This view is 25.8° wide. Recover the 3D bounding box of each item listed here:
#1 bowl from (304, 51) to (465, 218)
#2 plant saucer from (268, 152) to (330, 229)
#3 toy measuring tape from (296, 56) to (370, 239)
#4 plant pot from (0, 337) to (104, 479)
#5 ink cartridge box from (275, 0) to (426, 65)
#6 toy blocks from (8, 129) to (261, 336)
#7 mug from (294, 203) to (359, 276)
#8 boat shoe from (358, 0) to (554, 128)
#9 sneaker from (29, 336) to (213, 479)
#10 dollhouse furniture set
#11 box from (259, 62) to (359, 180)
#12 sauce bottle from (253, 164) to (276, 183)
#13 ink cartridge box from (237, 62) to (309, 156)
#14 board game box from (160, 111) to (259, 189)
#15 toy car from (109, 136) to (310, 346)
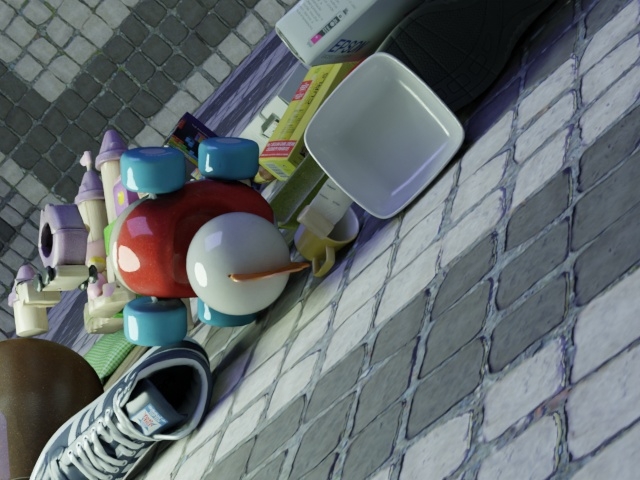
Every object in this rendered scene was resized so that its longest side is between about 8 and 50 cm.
[{"bbox_3d":[0.070,-0.110,1.469,0.142,0.142,0.053,-47,-10,14],"label":"bowl"},{"bbox_3d":[0.005,-0.079,1.795,0.188,0.045,0.188,-51,12,-9],"label":"plant saucer"},{"bbox_3d":[0.045,-0.112,1.599,0.121,0.121,0.330,-33,20,54],"label":"toy measuring tape"},{"bbox_3d":[-0.373,0.272,1.763,0.215,0.215,0.230,-47,27,12],"label":"plant pot"},{"bbox_3d":[0.136,-0.326,1.585,0.330,0.071,0.324,-39,-7,21],"label":"ink cartridge box"},{"bbox_3d":[-0.264,-0.034,1.808,0.288,0.309,0.260,-31,64,54],"label":"toy blocks"},{"bbox_3d":[-0.002,-0.003,1.562,0.064,0.062,0.078,-48,3,47],"label":"mug"},{"bbox_3d":[0.162,-0.234,1.566,0.320,0.118,0.103,-48,3,-13],"label":"boat shoe"},{"bbox_3d":[-0.227,0.224,1.575,0.282,0.099,0.153,-48,10,-7],"label":"sneaker"},{"bbox_3d":[-0.326,0.109,2.149,0.301,0.151,0.197,-55,13,-22],"label":"dollhouse furniture set"},{"bbox_3d":[0.001,-0.195,2.026,0.087,0.058,0.232,5,62,55],"label":"box"},{"bbox_3d":[-0.082,-0.114,2.225,0.042,0.042,0.128,-53,15,-15],"label":"sauce bottle"},{"bbox_3d":[-0.064,-0.210,2.264,0.135,0.056,0.099,-42,13,45],"label":"ink cartridge box"},{"bbox_3d":[-0.180,-0.119,2.273,0.048,0.170,0.141,-46,13,26],"label":"board game box"},{"bbox_3d":[-0.092,0.016,1.549,0.210,0.219,0.238,-12,20,-42],"label":"toy car"}]
